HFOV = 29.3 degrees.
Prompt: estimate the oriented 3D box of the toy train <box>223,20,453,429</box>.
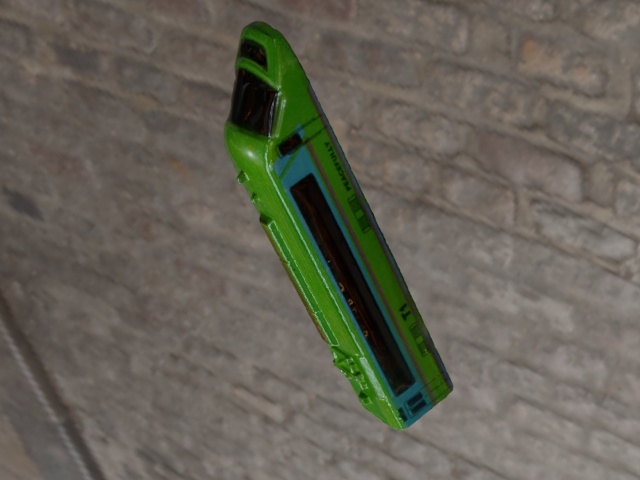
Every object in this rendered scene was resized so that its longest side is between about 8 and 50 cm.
[{"bbox_3d":[0.000,0.000,0.558,0.044,0.042,0.209,28,151,53],"label":"toy train"}]
